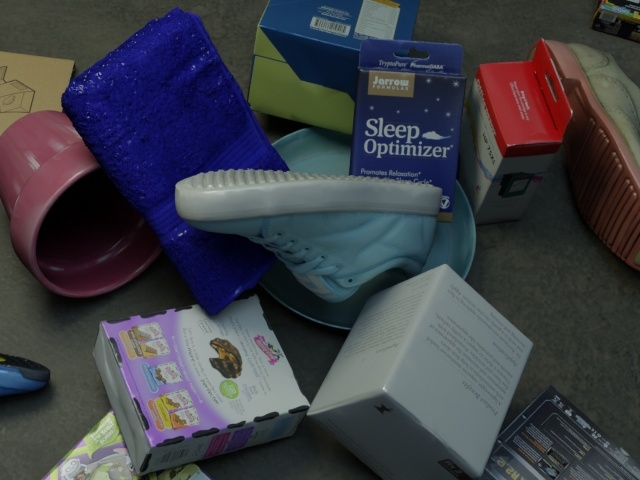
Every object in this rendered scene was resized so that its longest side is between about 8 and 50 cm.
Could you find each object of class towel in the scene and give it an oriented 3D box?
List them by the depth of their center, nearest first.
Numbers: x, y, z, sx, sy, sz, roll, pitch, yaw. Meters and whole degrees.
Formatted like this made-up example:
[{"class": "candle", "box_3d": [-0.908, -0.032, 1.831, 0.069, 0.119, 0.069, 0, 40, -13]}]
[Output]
[{"class": "towel", "box_3d": [-0.136, -0.097, 1.183, 0.308, 0.076, 0.228, 56, 43, -19]}]

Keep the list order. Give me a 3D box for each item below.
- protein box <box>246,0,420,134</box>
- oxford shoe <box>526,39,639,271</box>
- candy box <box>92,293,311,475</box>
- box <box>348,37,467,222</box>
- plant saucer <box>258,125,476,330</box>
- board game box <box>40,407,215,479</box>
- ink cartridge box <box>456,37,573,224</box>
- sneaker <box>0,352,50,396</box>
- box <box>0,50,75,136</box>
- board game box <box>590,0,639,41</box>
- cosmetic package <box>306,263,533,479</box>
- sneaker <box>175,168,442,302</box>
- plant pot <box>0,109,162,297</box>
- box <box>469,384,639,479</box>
[{"class": "protein box", "box_3d": [0.021, -0.266, 1.416, 0.199, 0.136, 0.201, 14, 42, 0]}, {"class": "oxford shoe", "box_3d": [0.416, -0.134, 1.411, 0.146, 0.140, 0.397, -5, 56, -16]}, {"class": "candy box", "box_3d": [-0.135, 0.158, 1.164, 0.196, 0.070, 0.165, -8, 54, -30]}, {"class": "box", "box_3d": [0.108, -0.137, 1.300, 0.136, 0.036, 0.225, 3, 102, -6]}, {"class": "plant saucer", "box_3d": [0.044, -0.016, 1.346, 0.317, 0.044, 0.318, 3, 58, -5]}, {"class": "board game box", "box_3d": [-0.254, 0.357, 1.071, 0.208, 0.056, 0.347, 38, 61, 10]}, {"class": "ink cartridge box", "box_3d": [0.240, -0.138, 1.338, 0.078, 0.231, 0.134, -6, 59, -12]}, {"class": "sneaker", "box_3d": [-0.414, 0.166, 1.162, 0.209, 0.069, 0.082, 5, 90, -15]}, {"class": "box", "box_3d": [-0.447, -0.189, 1.394, 0.201, 0.021, 0.164, 7, 58, -5]}, {"class": "board game box", "box_3d": [0.525, -0.376, 1.637, 0.170, 0.048, 0.141, 17, 56, 3]}, {"class": "cosmetic package", "box_3d": [0.113, 0.156, 1.152, 0.151, 0.151, 0.184, 42, 54, -15]}, {"class": "sneaker", "box_3d": [0.000, 0.000, 1.162, 0.366, 0.135, 0.150, 1, 96, -37]}, {"class": "plant pot", "box_3d": [-0.301, -0.061, 1.247, 0.201, 0.201, 0.180, -31, 52, -24]}, {"class": "box", "box_3d": [0.291, 0.293, 1.151, 0.231, 0.056, 0.183, 41, 43, 17]}]
